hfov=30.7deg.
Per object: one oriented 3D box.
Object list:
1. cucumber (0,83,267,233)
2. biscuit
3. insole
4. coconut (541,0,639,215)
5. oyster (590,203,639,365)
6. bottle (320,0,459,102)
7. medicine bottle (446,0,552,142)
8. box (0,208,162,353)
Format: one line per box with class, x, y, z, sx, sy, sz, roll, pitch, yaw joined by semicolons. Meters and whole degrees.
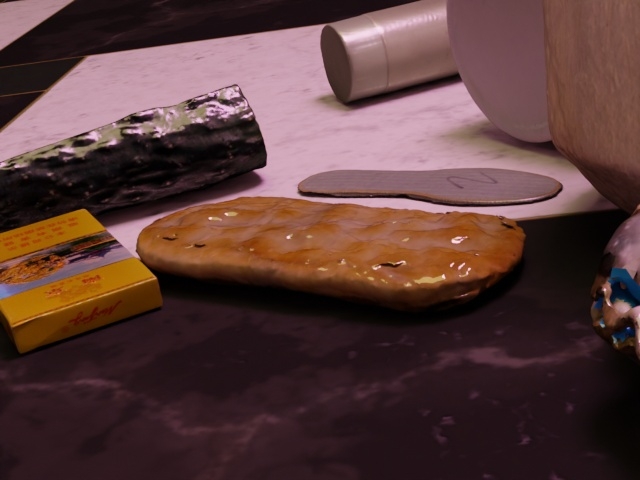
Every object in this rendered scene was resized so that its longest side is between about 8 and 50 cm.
cucumber;-0.145;-0.043;0.821;0.211;0.062;0.078;-22;-9;-15
biscuit;0.000;0.000;0.683;0.247;0.029;0.118;6;26;33
insole;0.070;-0.038;0.780;0.188;0.004;0.064;3;24;28
coconut;0.235;-0.139;0.613;0.238;0.265;0.237;-4;15;1
oyster;0.211;0.036;0.441;0.214;0.083;0.223;-7;32;22
bottle;0.104;-0.177;1.018;0.202;0.072;0.072;-16;23;-17
medicine bottle;0.242;-0.181;0.850;0.273;0.165;0.165;-22;25;-25
box;-0.162;0.020;0.711;0.087;0.023;0.155;-16;23;-22
